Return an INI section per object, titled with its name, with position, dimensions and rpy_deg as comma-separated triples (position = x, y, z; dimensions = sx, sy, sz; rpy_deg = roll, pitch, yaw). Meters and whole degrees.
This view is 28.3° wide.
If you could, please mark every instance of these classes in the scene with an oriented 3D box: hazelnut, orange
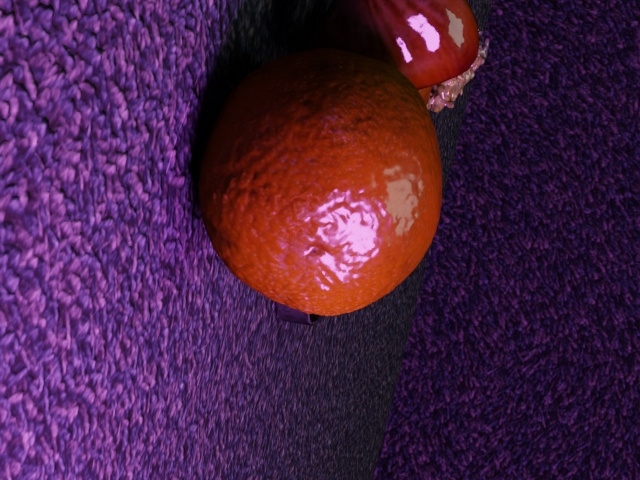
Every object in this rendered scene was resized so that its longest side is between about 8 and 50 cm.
[hazelnut]
position = 0.112, -0.302, 1.763
dimensions = 0.186, 0.210, 0.210
rpy_deg = -49, 150, -60
[orange]
position = 0.005, -0.083, 1.633
dimensions = 0.357, 0.322, 0.322
rpy_deg = -74, 171, -54

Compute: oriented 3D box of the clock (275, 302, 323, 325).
[clock]
position = -0.001, -0.001, 2.233
dimensions = 0.312, 0.061, 0.313
rpy_deg = 14, 90, -78

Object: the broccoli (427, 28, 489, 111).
[broccoli]
position = 0.145, -0.248, 2.229
dimensions = 0.353, 0.275, 0.397
rpy_deg = 18, 95, -60

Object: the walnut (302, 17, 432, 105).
[walnut]
position = 0.056, -0.228, 1.937
dimensions = 0.336, 0.209, 0.209
rpy_deg = -60, 162, -23
